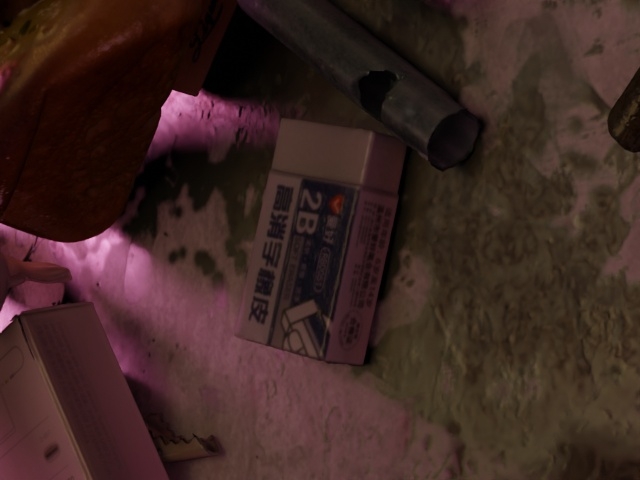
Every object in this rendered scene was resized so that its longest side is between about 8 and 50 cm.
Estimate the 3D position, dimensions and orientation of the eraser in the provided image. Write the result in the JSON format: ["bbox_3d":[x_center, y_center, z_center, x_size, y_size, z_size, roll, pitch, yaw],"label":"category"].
[{"bbox_3d":[0.000,0.000,1.500,0.124,0.068,0.210,12,90,44],"label":"eraser"}]

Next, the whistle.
[{"bbox_3d":[0.028,-0.167,1.507,0.312,0.062,0.062,44,112,39],"label":"whistle"}]

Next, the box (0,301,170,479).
[{"bbox_3d":[-0.269,0.217,1.649,0.203,0.106,0.252,-40,68,38],"label":"box"}]

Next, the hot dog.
[{"bbox_3d":[-0.275,-0.150,1.603,0.185,0.223,0.405,54,141,22],"label":"hot dog"}]

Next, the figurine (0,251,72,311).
[{"bbox_3d":[-0.406,0.025,1.773,0.394,0.274,0.227,-138,54,-76],"label":"figurine"}]

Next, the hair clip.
[{"bbox_3d":[-0.182,0.192,1.661,0.226,0.034,0.072,24,103,41],"label":"hair clip"}]

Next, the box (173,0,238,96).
[{"bbox_3d":[-0.186,-0.268,1.722,0.237,0.070,0.152,36,107,40],"label":"box"}]

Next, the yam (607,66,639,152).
[{"bbox_3d":[0.261,-0.117,1.291,0.043,0.043,0.094,49,117,37],"label":"yam"}]
